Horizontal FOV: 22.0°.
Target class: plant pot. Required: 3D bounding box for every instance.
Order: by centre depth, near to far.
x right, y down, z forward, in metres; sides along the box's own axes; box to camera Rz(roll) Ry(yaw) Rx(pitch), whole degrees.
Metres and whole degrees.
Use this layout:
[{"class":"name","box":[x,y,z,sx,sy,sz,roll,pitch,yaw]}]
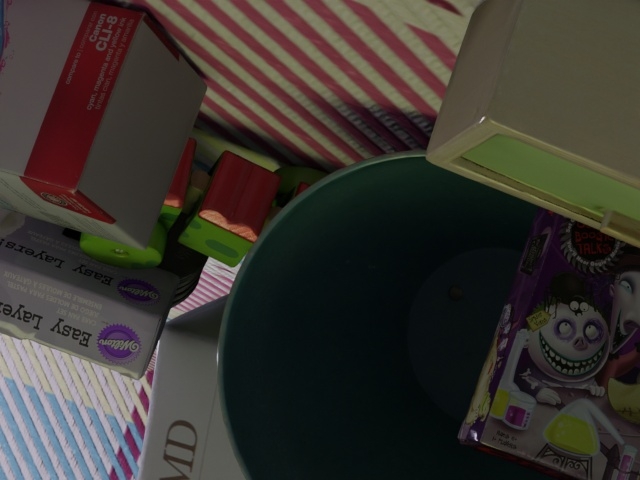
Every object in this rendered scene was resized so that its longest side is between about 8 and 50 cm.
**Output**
[{"class":"plant pot","box":[0.101,0.081,1.126,0.290,0.290,0.195,15,-171,18]}]

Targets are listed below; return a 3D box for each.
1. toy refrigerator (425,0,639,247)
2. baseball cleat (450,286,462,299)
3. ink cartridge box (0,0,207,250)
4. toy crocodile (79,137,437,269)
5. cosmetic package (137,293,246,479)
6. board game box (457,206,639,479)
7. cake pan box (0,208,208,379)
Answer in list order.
[{"class":"toy refrigerator","box":[0.197,-0.034,0.803,0.270,0.094,0.102,21,168,-10]},{"class":"baseball cleat","box":[0.097,0.040,1.357,0.206,0.072,0.109,22,171,-5]},{"class":"ink cartridge box","box":[-0.191,-0.088,1.086,0.176,0.127,0.128,15,168,19]},{"class":"toy crocodile","box":[-0.077,-0.027,1.231,0.341,0.115,0.105,19,155,-10]},{"class":"cosmetic package","box":[0.075,0.242,1.445,0.394,0.329,0.327,15,-166,17]},{"class":"board game box","box":[0.268,0.071,0.890,0.347,0.208,0.056,21,168,-9]},{"class":"cake pan box","box":[-0.224,-0.009,1.330,0.267,0.070,0.245,21,-151,-1]}]
